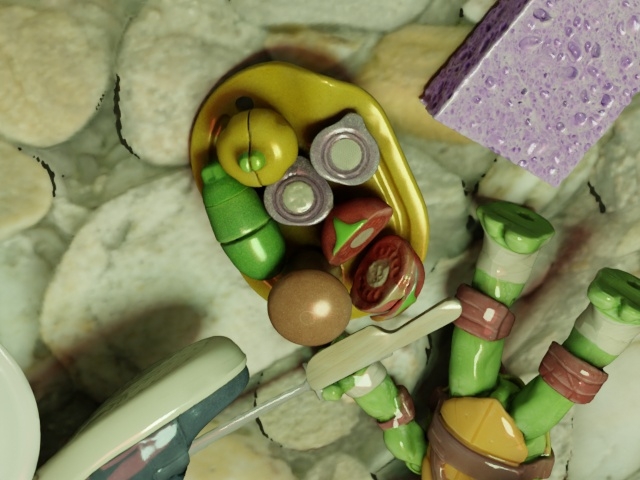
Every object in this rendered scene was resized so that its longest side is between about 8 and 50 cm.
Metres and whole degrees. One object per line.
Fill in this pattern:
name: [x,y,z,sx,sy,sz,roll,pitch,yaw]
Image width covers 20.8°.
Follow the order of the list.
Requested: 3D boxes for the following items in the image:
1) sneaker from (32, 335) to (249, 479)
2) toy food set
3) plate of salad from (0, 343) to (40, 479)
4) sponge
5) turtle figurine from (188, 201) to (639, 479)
sneaker: [-0.147,0.215,1.120,0.148,0.131,0.350,45,99,-2]
toy food set: [0.000,0.000,1.058,0.128,0.071,0.218,-21,112,14]
plate of salad: [-0.261,0.115,0.997,0.200,0.048,0.199,-7,117,-14]
sponge: [0.171,-0.137,1.095,0.117,0.031,0.210,28,110,-34]
turtle figurine: [0.089,0.122,1.145,0.275,0.198,0.266,13,113,-32]
